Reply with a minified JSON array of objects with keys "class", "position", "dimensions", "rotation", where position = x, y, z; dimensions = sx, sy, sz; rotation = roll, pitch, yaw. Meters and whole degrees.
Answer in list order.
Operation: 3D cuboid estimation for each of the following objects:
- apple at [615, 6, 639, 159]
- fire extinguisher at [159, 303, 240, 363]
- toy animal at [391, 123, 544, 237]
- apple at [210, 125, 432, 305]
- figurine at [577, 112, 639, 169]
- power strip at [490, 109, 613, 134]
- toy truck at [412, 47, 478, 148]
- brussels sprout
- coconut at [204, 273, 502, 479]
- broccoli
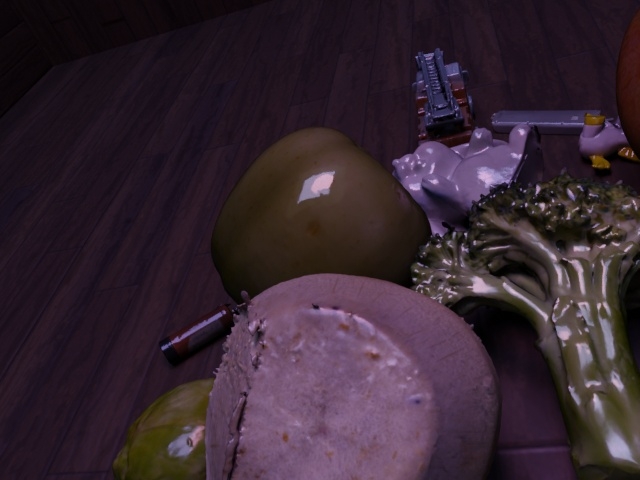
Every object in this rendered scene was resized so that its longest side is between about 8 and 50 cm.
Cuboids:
[{"class":"apple","position":[0.669,-0.250,0.927],"dimensions":[0.400,0.334,0.400],"rotation":[-18,63,39]},{"class":"fire extinguisher","position":[-0.212,0.164,1.136],"dimensions":[0.177,0.050,0.062],"rotation":[-30,-1,-11]},{"class":"toy animal","position":[0.267,-0.097,1.108],"dimensions":[0.249,0.174,0.289],"rotation":[-43,41,-7]},{"class":"apple","position":[0.000,0.000,0.987],"dimensions":[0.358,0.357,0.357],"rotation":[-14,38,11]},{"class":"figurine","position":[0.578,-0.197,1.144],"dimensions":[0.178,0.109,0.129],"rotation":[-13,64,12]},{"class":"power strip","position":[0.489,-0.255,1.298],"dimensions":[0.253,0.027,0.060],"rotation":[9,46,35]},{"class":"toy truck","position":[0.269,-0.297,1.335],"dimensions":[0.133,0.184,0.338],"rotation":[-10,39,16]},{"class":"brussels sprout","position":[-0.188,0.293,0.863],"dimensions":[0.223,0.161,0.223],"rotation":[-15,42,14]},{"class":"coconut","position":[0.038,0.210,0.717],"dimensions":[0.347,0.360,0.346],"rotation":[-4,76,16]},{"class":"broccoli","position":[0.371,0.086,0.799],"dimensions":[0.353,0.275,0.397],"rotation":[-45,44,7]}]
